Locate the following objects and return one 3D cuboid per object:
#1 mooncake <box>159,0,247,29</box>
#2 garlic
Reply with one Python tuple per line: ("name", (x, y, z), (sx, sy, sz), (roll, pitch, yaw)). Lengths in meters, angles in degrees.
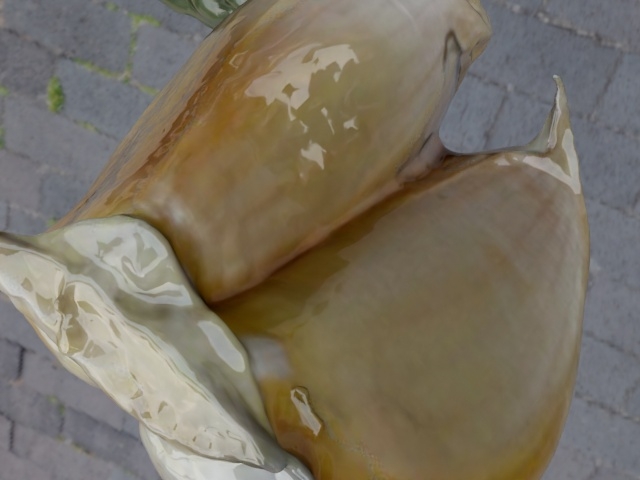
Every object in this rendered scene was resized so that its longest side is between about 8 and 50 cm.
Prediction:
("mooncake", (-0.072, -0.368, 0.891), (0.356, 0.194, 0.357), (28, 135, 32))
("garlic", (0.000, 0.000, 0.512), (0.286, 0.313, 0.250), (24, 134, 21))
